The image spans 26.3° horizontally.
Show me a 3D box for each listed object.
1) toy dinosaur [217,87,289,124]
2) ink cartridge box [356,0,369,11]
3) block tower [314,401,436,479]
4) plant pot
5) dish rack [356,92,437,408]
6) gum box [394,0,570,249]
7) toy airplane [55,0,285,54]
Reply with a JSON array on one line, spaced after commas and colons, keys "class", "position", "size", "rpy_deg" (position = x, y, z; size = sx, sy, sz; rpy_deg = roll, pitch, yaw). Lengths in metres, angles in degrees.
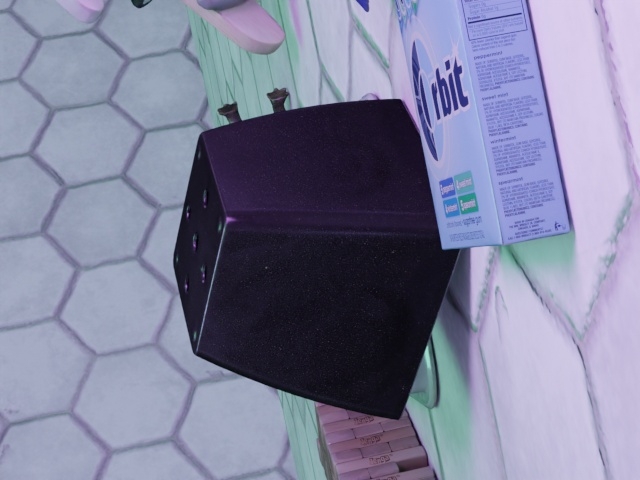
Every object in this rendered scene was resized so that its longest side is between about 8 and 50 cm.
[{"class": "toy dinosaur", "position": [-0.065, -0.098, 1.843], "size": [0.313, 0.121, 0.160], "rpy_deg": [-118, 6, -53]}, {"class": "ink cartridge box", "position": [-0.078, -0.323, 0.924], "size": [0.304, 0.072, 0.307], "rpy_deg": [50, 164, 20]}, {"class": "block tower", "position": [0.068, 0.258, 1.304], "size": [0.335, 0.090, 0.097], "rpy_deg": [-116, 17, -63]}, {"class": "plant pot", "position": [-0.016, 0.007, 1.047], "size": [0.187, 0.166, 0.188], "rpy_deg": [-110, 29, -52]}, {"class": "dish rack", "position": [0.028, 0.014, 1.325], "size": [0.333, 0.072, 0.286], "rpy_deg": [-172, 70, -84]}, {"class": "gum box", "position": [0.086, -0.089, 0.790], "size": [0.157, 0.041, 0.184], "rpy_deg": [173, 87, -83]}, {"class": "toy airplane", "position": [-0.232, -0.406, 1.615], "size": [0.386, 0.272, 0.384], "rpy_deg": [25, -154, -42]}]
